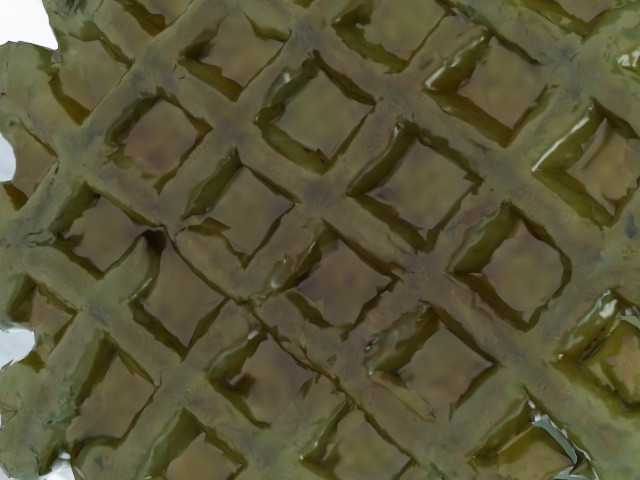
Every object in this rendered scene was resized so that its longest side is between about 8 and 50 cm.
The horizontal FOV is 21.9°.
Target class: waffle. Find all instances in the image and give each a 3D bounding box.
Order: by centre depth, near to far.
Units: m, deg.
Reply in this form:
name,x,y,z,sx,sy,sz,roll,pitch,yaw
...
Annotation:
name,x,y,z,sx,sy,sz,roll,pitch,yaw
waffle,0.000,0.000,0.367,0.183,0.036,0.169,-12,-99,25

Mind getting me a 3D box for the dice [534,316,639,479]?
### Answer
name,x,y,z,sx,sy,sz,roll,pitch,yaw
dice,0.162,0.077,0.521,0.254,0.252,0.249,22,-140,33
